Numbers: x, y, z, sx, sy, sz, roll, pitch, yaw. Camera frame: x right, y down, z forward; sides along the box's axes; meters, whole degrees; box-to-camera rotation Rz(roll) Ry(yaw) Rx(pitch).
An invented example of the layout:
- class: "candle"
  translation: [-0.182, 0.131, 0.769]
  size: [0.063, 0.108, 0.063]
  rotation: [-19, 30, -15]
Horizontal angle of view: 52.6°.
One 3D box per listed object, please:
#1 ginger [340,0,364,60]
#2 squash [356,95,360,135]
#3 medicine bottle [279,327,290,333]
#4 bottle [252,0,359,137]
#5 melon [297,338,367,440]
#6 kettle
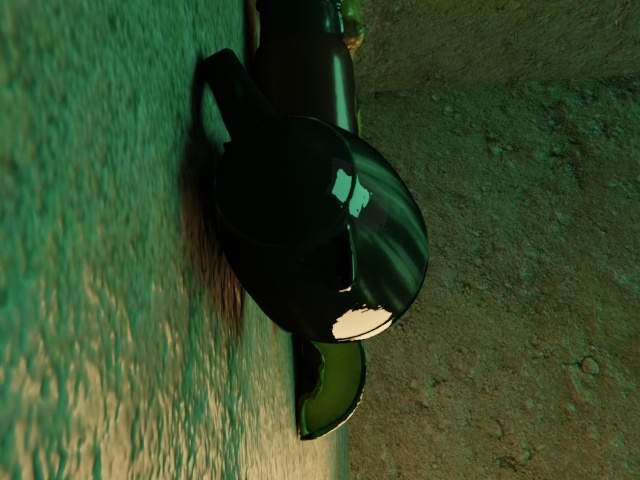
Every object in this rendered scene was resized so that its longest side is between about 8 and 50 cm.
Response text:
- class: "ginger"
  translation: [-0.005, -0.414, 1.154]
  size: [0.190, 0.127, 0.353]
  rotation: [-6, -86, 53]
- class: "squash"
  translation: [0.047, -0.318, 1.828]
  size: [0.247, 0.133, 0.132]
  rotation: [81, 7, -69]
- class: "medicine bottle"
  translation: [-0.029, 0.079, 1.028]
  size: [0.208, 0.054, 0.090]
  rotation: [-66, 178, -79]
- class: "bottle"
  translation: [-0.020, -0.169, 0.852]
  size: [0.144, 0.144, 0.335]
  rotation: [-21, 107, -85]
- class: "melon"
  translation: [0.019, 0.216, 1.205]
  size: [0.169, 0.129, 0.264]
  rotation: [-71, 157, -85]
- class: "kettle"
  translation: [-0.006, -0.041, 0.626]
  size: [0.271, 0.208, 0.250]
  rotation: [52, 42, -69]
